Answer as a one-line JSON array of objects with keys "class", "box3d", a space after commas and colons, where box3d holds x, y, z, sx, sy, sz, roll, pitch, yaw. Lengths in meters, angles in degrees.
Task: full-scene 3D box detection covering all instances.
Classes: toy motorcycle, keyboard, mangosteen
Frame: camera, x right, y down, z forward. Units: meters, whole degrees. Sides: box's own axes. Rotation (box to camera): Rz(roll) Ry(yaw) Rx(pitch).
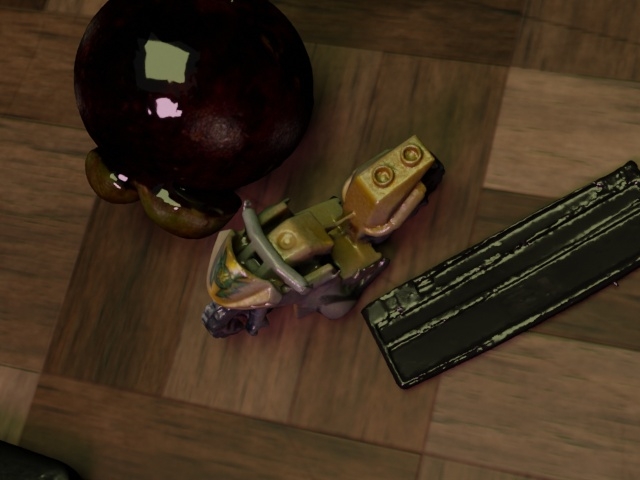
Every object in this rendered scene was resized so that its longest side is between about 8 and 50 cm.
[{"class": "toy motorcycle", "box3d": [0.000, -0.001, 0.994, 0.229, 0.130, 0.094, -36, 69, -1]}, {"class": "keyboard", "box3d": [0.157, 0.029, 1.005, 0.250, 0.017, 0.087, -29, 65, 2]}, {"class": "mangosteen", "box3d": [-0.105, -0.117, 1.037, 0.210, 0.210, 0.209, -5, 70, 13]}]

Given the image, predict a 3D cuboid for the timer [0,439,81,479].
[{"class": "timer", "box3d": [-0.282, 0.251, 1.020, 0.144, 0.055, 0.187, 15, 71, 19]}]
